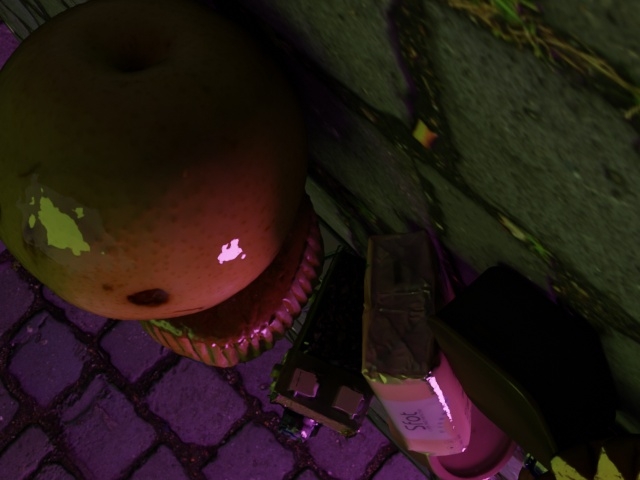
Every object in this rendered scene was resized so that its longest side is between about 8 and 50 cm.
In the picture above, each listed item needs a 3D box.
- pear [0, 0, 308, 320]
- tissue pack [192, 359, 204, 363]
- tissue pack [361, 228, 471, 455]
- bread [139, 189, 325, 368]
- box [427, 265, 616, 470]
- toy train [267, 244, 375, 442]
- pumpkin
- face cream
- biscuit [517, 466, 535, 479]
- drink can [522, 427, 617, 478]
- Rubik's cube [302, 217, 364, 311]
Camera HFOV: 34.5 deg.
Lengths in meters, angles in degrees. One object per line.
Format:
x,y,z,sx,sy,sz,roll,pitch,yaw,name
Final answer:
-0.179,-0.083,1.057,0.348,0.348,0.348,45,170,10,pear
-0.178,0.080,1.876,0.206,0.288,0.198,30,177,-32,tissue pack
0.109,0.118,1.140,0.222,0.090,0.186,63,-155,-55,tissue pack
-0.116,0.020,1.257,0.227,0.253,0.142,26,164,13,bread
0.199,0.125,0.991,0.144,0.090,0.201,38,167,41,box
0.029,0.136,1.322,0.134,0.261,0.177,26,161,-4,toy train
0.316,0.218,0.913,0.254,0.149,0.131,12,109,42,pumpkin
0.175,0.232,1.348,0.149,0.149,0.104,52,168,-26,face cream
0.387,0.435,1.420,0.326,0.107,0.326,45,174,6,biscuit
0.326,0.279,1.057,0.235,0.097,0.097,43,170,28,drink can
0.000,0.000,1.503,0.190,0.211,0.178,-11,105,41,Rubik's cube
